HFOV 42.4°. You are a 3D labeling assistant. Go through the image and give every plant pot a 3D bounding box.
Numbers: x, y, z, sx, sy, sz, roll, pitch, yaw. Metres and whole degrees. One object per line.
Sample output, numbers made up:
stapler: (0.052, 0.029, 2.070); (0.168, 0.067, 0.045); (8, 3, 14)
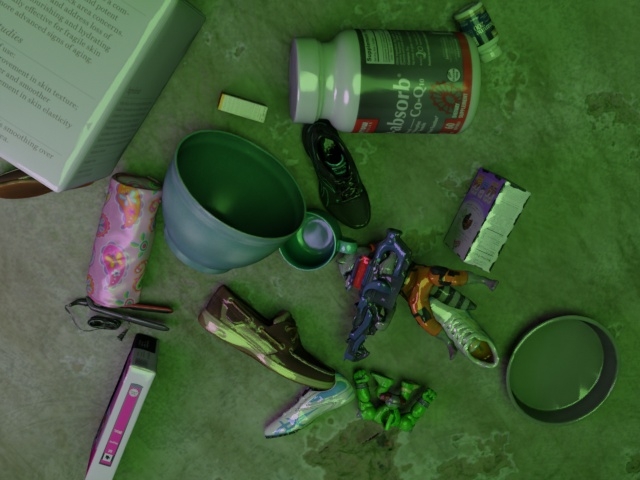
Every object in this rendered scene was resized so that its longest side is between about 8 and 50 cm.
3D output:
plant pot: (-0.204, -0.054, 1.688); (0.293, 0.293, 0.196); (29, 126, -15)

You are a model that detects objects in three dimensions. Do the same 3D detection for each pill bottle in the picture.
pill bottle: (0.124, -0.322, 1.679); (0.363, 0.210, 0.210); (-1, 106, -8)
pill bottle: (0.338, -0.442, 1.752); (0.067, 0.067, 0.120); (-32, 108, 1)

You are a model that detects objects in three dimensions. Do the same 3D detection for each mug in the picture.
mug: (-0.009, 0.004, 1.793); (0.158, 0.097, 0.129); (42, 106, 3)

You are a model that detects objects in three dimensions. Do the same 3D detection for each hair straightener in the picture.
hair straightener: (-0.443, 0.175, 1.801); (0.231, 0.047, 0.089); (10, 76, -12)

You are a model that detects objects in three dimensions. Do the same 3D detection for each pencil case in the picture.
pencil case: (-0.411, 0.002, 1.739); (0.124, 0.124, 0.284); (12, 104, -12)

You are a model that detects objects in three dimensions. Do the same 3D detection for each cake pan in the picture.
cake pan: (0.585, 0.312, 2.014); (0.293, 0.054, 0.293); (-2, 106, -8)

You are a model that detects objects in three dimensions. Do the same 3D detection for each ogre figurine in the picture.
ogre figurine: (0.163, 0.382, 1.947); (0.197, 0.097, 0.118); (17, 91, -25)

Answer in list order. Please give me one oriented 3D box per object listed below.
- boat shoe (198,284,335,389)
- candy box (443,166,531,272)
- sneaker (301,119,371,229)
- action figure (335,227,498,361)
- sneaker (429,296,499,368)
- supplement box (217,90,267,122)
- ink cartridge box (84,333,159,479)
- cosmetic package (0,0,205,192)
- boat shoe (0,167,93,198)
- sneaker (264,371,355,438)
boat shoe: (-0.100, 0.213, 1.844); (0.342, 0.123, 0.123); (31, 93, -5)
candy box: (0.363, -0.048, 1.818); (0.070, 0.165, 0.196); (23, 101, -13)
sneaker: (0.036, -0.133, 1.774); (0.101, 0.106, 0.267); (-29, 109, -1)
action figure: (0.178, 0.130, 1.840); (0.330, 0.178, 0.341); (29, 116, 5)
sneaker: (0.333, 0.210, 1.925); (0.229, 0.092, 0.087); (39, 98, -16)
supplement box: (-0.164, -0.279, 1.722); (0.099, 0.062, 0.036); (15, 102, -12)
ink cartridge box: (-0.446, 0.404, 1.813); (0.069, 0.176, 0.370); (19, 102, -13)
cosmetic package: (-0.463, -0.345, 1.490); (0.329, 0.327, 0.393); (34, 98, -4)
boat shoe: (-0.571, -0.137, 1.701); (0.207, 0.073, 0.073); (-10, 70, -9)
sneaker: (-0.033, 0.389, 1.933); (0.237, 0.085, 0.086); (-31, 82, 4)
